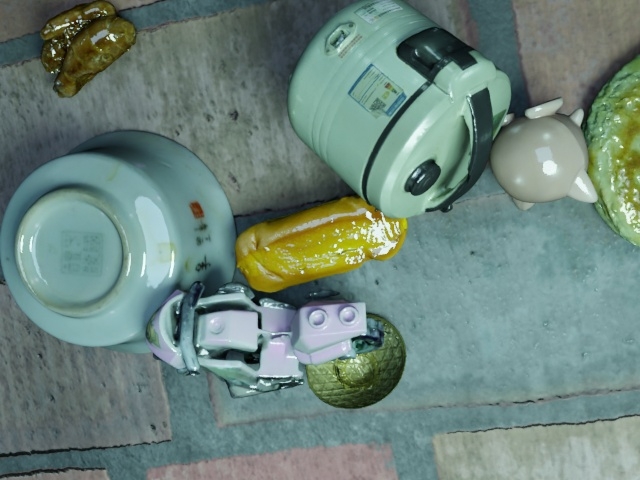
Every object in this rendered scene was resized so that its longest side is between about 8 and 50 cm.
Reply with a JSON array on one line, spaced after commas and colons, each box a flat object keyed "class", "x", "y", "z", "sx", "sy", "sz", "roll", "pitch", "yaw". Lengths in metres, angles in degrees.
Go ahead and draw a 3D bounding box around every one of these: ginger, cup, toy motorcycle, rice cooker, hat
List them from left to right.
[{"class": "ginger", "x": -0.355, "y": -0.292, "z": 0.888, "sx": 0.162, "sy": 0.073, "sz": 0.103, "roll": -37, "pitch": 86, "yaw": 12}, {"class": "cup", "x": -0.309, "y": 0.010, "z": 0.859, "sx": 0.348, "sy": 0.163, "sz": 0.346, "roll": 1, "pitch": 94, "yaw": 12}, {"class": "toy motorcycle", "x": -0.087, "y": 0.124, "z": 0.785, "sx": 0.327, "sy": 0.188, "sz": 0.143, "roll": -7, "pitch": 65, "yaw": 14}, {"class": "hat", "x": 0.057, "y": 0.183, "z": 0.856, "sx": 0.146, "sy": 0.067, "sz": 0.146, "roll": -11, "pitch": 50, "yaw": 13}, {"class": "rice cooker", "x": 0.099, "y": -0.156, "z": 0.722, "sx": 0.226, "sy": 0.226, "sz": 0.244, "roll": -47, "pitch": 64, "yaw": 11}]

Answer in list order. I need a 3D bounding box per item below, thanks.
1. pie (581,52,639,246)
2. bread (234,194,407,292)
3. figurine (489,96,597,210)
[{"class": "pie", "x": 0.476, "y": -0.117, "z": 0.748, "sx": 0.303, "sy": 0.067, "sz": 0.302, "roll": 1, "pitch": 95, "yaw": 9}, {"class": "bread", "x": 0.000, "y": 0.000, "z": 0.835, "sx": 0.246, "sy": 0.094, "sz": 0.102, "roll": -15, "pitch": 97, "yaw": 11}, {"class": "figurine", "x": 0.278, "y": -0.105, "z": 0.762, "sx": 0.125, "sy": 0.125, "sz": 0.138, "roll": -24, "pitch": 100, "yaw": 12}]
